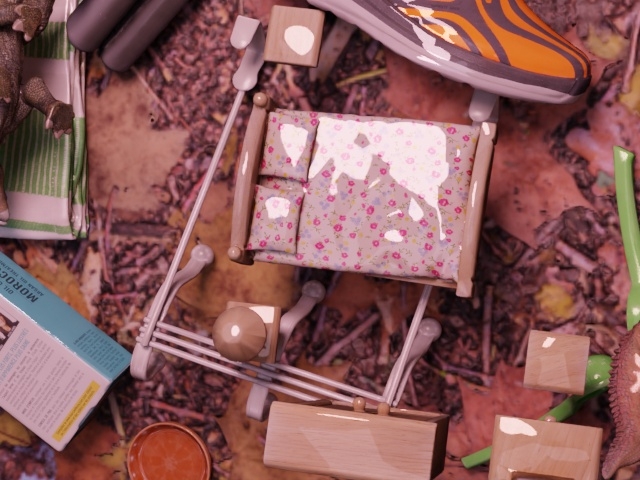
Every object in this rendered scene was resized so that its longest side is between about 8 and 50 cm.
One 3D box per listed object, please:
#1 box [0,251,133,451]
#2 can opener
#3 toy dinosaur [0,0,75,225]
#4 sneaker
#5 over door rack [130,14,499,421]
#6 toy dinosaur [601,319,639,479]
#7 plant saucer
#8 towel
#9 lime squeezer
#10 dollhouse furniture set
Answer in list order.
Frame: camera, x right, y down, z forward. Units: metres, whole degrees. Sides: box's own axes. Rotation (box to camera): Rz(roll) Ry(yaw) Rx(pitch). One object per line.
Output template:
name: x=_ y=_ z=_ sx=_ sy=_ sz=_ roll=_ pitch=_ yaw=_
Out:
box: x=-0.302 y=0.079 z=1.188 sx=0.244 sy=0.060 sz=0.100 roll=38 pitch=113 yaw=1
can opener: x=-0.118 y=-0.277 z=1.116 sx=0.283 sy=0.076 sz=0.095 roll=-45 pitch=40 yaw=20
toy dinosaur: x=-0.286 y=-0.168 z=1.098 sx=0.160 sy=0.121 sz=0.313 roll=5 pitch=89 yaw=37
sneaker: x=0.093 y=-0.241 z=1.011 sx=0.321 sy=0.124 sz=0.180 roll=28 pitch=110 yaw=6
over door rack: x=0.000 y=0.000 z=1.100 sx=0.240 sy=0.108 sz=0.324 roll=17 pitch=88 yaw=11
toy dinosaur: x=0.304 y=0.071 z=0.967 sx=0.296 sy=0.127 sz=0.200 roll=-27 pitch=77 yaw=-9
plant saucer: x=-0.142 y=0.211 z=1.206 sx=0.084 sy=0.013 sz=0.083 roll=2 pitch=97 yaw=16
towel: x=-0.331 y=-0.165 z=1.197 sx=0.248 sy=0.038 sz=0.324 roll=3 pitch=98 yaw=16
lime squeezer: x=0.225 y=0.085 z=1.064 sx=0.110 sy=0.059 sz=0.310 roll=26 pitch=104 yaw=11
dollhouse furniture set: x=0.071 y=-0.004 z=0.944 sx=0.303 sy=0.174 sz=0.355 roll=7 pitch=86 yaw=11
